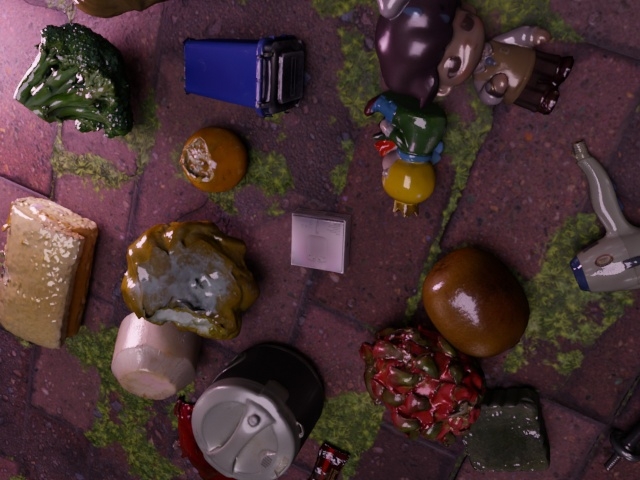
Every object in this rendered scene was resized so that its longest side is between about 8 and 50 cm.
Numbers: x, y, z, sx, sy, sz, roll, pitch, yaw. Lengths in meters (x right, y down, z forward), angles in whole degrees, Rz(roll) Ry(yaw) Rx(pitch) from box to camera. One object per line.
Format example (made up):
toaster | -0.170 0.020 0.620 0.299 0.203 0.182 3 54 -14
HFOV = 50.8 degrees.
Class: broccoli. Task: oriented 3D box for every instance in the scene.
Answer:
broccoli | -0.546 -0.352 1.513 0.245 0.294 0.265 -41 57 -6

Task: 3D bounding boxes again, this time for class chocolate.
chocolate | 0.014 0.621 1.803 0.086 0.028 0.182 25 115 7

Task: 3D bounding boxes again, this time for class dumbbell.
dumbbell | 0.685 0.402 1.435 0.081 0.081 0.254 30 117 8

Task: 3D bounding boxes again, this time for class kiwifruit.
kiwifruit | 0.328 0.133 1.404 0.234 0.196 0.196 44 118 -4

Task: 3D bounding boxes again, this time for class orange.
orange | -0.242 -0.180 1.529 0.154 0.134 0.155 5 113 11

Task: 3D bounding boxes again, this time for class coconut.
coconut | -0.421 0.283 1.738 0.241 0.241 0.241 7 112 18

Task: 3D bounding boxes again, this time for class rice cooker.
rice cooker | -0.154 0.422 1.648 0.288 0.277 0.288 8 114 19

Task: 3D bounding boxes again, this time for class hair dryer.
hair dryer | 0.633 -0.047 1.284 0.296 0.119 0.298 -1 97 14

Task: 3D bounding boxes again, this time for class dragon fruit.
dragon fruit | -0.267 0.603 1.867 0.343 0.100 0.282 9 117 18
dragon fruit | 0.218 0.303 1.482 0.302 0.237 0.231 38 110 32

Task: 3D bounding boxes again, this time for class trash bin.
trash bin | -0.167 -0.354 1.412 0.234 0.184 0.162 13 113 21

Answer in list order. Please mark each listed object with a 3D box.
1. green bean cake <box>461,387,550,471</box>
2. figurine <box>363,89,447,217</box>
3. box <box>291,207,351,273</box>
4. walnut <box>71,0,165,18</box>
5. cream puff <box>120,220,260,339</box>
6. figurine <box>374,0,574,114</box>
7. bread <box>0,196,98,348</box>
green bean cake | 0.419 0.433 1.540 0.185 0.094 0.183 -12 106 24
figurine | 0.163 -0.177 1.393 0.185 0.127 0.234 26 131 23
box | 0.000 0.000 1.554 0.130 0.051 0.129 9 113 18
walnut | -0.404 -0.601 1.354 0.253 0.282 0.277 7 114 62
cream puff | -0.313 0.084 1.607 0.323 0.270 0.274 19 84 -21
figurine | 0.267 -0.336 1.234 0.365 0.206 0.218 24 115 10
bread | -0.743 0.085 1.802 0.236 0.165 0.375 24 116 6
